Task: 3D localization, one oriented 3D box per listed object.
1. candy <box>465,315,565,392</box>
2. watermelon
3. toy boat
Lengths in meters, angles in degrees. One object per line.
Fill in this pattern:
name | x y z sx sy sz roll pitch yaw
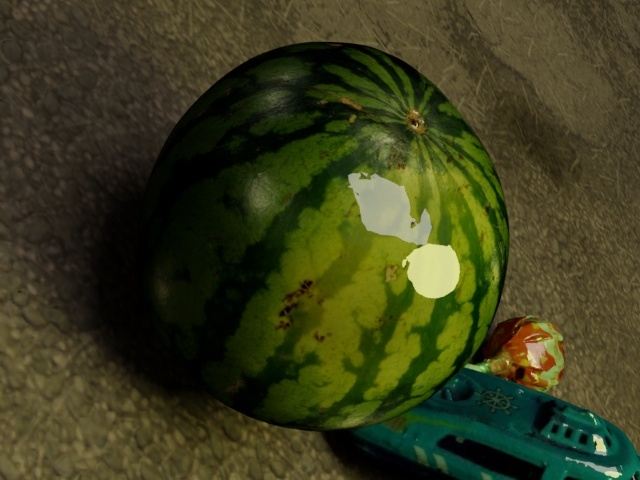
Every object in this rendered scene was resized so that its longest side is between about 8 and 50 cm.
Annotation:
candy | 0.148 0.137 1.259 0.288 0.078 0.084 -12 96 -46
watermelon | 0.000 0.000 0.955 0.285 0.285 0.285 33 43 -36
toy boat | 0.165 0.160 1.086 0.299 0.092 0.134 19 31 5
